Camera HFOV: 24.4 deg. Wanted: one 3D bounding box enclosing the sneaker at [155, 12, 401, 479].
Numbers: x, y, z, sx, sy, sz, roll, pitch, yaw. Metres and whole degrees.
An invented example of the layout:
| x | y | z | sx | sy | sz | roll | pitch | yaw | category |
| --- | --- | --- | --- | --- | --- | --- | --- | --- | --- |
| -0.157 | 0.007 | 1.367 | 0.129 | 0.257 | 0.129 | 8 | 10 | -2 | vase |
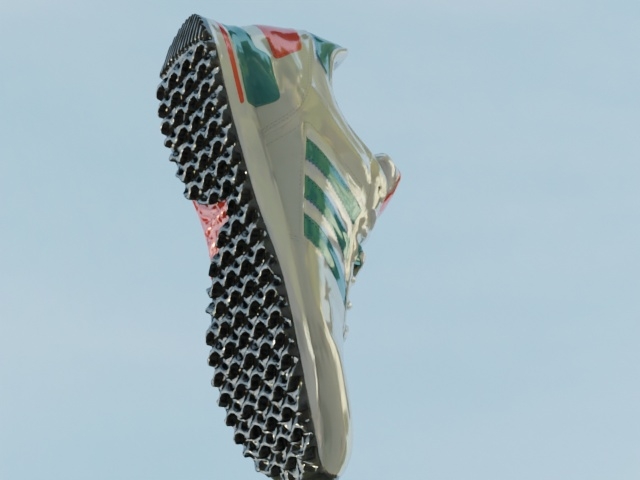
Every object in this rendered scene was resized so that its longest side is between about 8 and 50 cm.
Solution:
| x | y | z | sx | sy | sz | roll | pitch | yaw | category |
| --- | --- | --- | --- | --- | --- | --- | --- | --- | --- |
| 0.000 | 0.000 | 0.485 | 0.075 | 0.057 | 0.161 | -5 | -109 | -31 | sneaker |
